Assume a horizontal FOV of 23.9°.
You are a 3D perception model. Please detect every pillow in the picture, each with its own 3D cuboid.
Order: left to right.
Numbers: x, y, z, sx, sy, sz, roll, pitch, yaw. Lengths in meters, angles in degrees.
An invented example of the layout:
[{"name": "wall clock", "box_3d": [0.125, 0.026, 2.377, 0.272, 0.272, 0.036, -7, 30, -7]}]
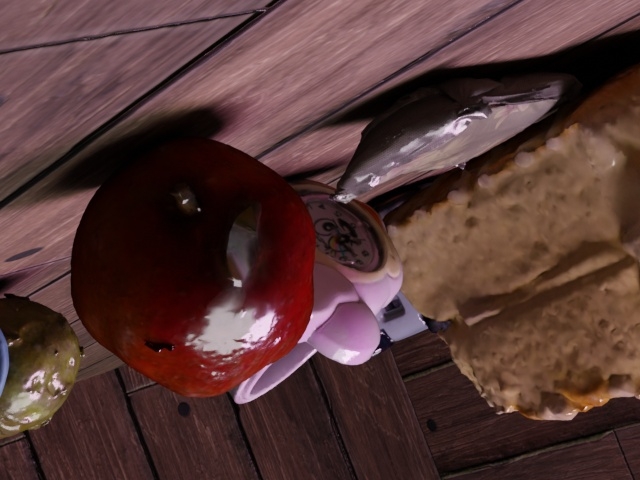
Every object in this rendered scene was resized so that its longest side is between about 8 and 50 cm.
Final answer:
[{"name": "pillow", "box_3d": [0.116, -0.102, 1.326, 0.169, 0.059, 0.255, -35, 170, 32]}]

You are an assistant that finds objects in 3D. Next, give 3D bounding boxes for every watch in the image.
[{"name": "watch", "box_3d": [-0.042, 0.071, 1.497, 0.217, 0.211, 0.248, -52, 168, 31]}]

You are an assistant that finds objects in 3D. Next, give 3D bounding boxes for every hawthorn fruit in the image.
[{"name": "hawthorn fruit", "box_3d": [-0.090, 0.011, 1.060, 0.185, 0.185, 0.202, -20, 160, -11]}]

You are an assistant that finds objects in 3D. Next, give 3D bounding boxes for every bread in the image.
[{"name": "bread", "box_3d": [0.312, -0.024, 1.572, 0.390, 0.279, 0.371, -33, -176, -43]}]

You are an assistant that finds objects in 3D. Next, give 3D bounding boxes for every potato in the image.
[{"name": "potato", "box_3d": [-0.361, 0.135, 1.482, 0.298, 0.141, 0.176, -16, 165, 30]}]

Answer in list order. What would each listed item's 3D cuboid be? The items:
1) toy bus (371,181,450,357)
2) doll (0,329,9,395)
[{"name": "toy bus", "box_3d": [0.122, 0.030, 2.115, 0.287, 0.194, 0.232, -24, -178, 30]}, {"name": "doll", "box_3d": [-0.347, 0.109, 1.212, 0.177, 0.141, 0.314, -18, 172, 0]}]
